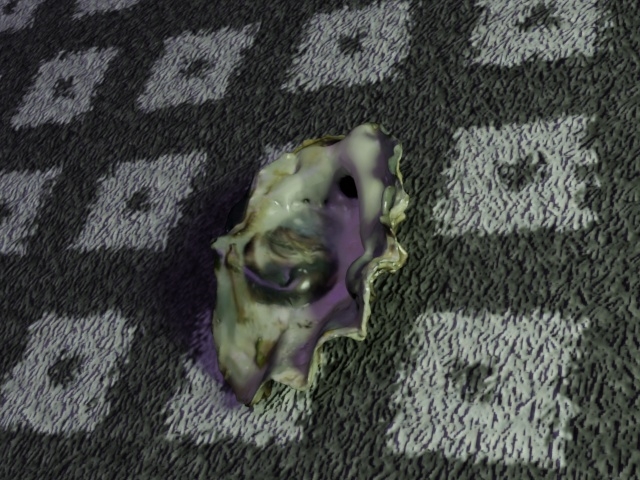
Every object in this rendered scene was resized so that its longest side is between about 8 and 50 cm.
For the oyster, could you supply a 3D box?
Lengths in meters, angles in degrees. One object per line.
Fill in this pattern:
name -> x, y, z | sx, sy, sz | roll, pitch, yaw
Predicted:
oyster -> 0.001, 0.001, 0.996 | 0.237, 0.115, 0.351 | -15, 42, 29
